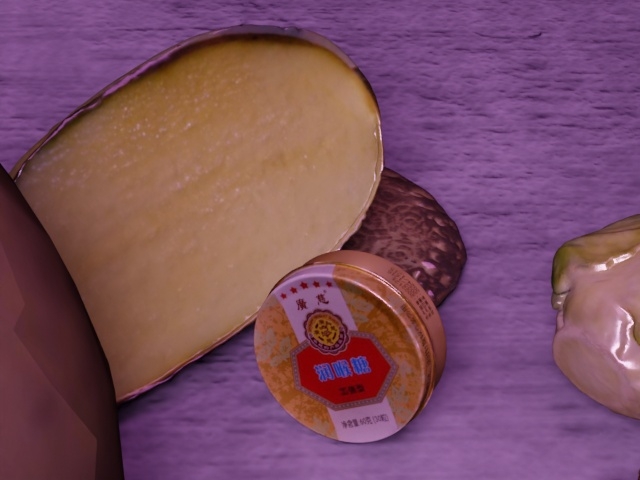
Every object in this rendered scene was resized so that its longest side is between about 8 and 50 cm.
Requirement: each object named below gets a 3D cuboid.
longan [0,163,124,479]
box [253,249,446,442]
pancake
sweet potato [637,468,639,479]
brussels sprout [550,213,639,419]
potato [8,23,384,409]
[{"bbox_3d":[-0.274,0.057,0.629,0.404,0.404,0.336,20,74,20],"label":"longan"},{"bbox_3d":[0.016,0.058,0.867,0.105,0.105,0.037,19,30,19],"label":"box"},{"bbox_3d":[0.000,-0.001,1.025,0.199,0.021,0.199,3,35,-2],"label":"pancake"},{"bbox_3d":[0.158,0.179,0.757,0.078,0.058,0.255,3,33,27],"label":"sweet potato"},{"bbox_3d":[0.208,0.045,0.905,0.155,0.117,0.155,-14,30,8],"label":"brussels sprout"},{"bbox_3d":[-0.092,-0.025,0.936,0.272,0.160,0.111,-38,18,-25],"label":"potato"}]
